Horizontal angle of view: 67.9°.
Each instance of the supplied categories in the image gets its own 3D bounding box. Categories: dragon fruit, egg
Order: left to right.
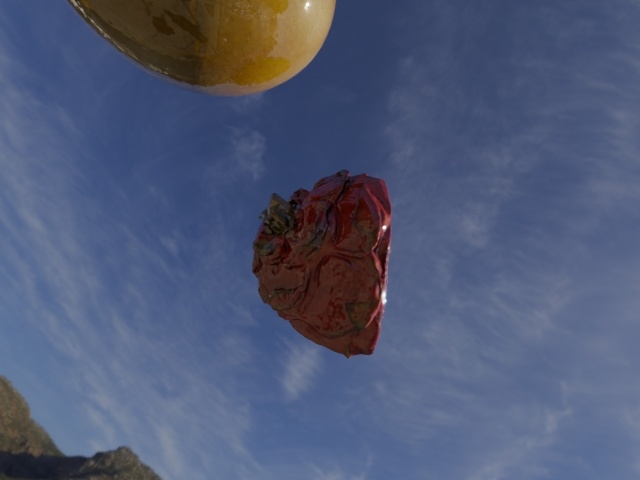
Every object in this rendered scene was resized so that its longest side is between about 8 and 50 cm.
[{"bbox_3d":[-0.147,-0.324,0.553,0.351,0.282,0.283,18,-36,-27],"label":"egg"},{"bbox_3d":[0.000,0.000,0.719,0.205,0.316,0.152,5,-28,-5],"label":"dragon fruit"}]
